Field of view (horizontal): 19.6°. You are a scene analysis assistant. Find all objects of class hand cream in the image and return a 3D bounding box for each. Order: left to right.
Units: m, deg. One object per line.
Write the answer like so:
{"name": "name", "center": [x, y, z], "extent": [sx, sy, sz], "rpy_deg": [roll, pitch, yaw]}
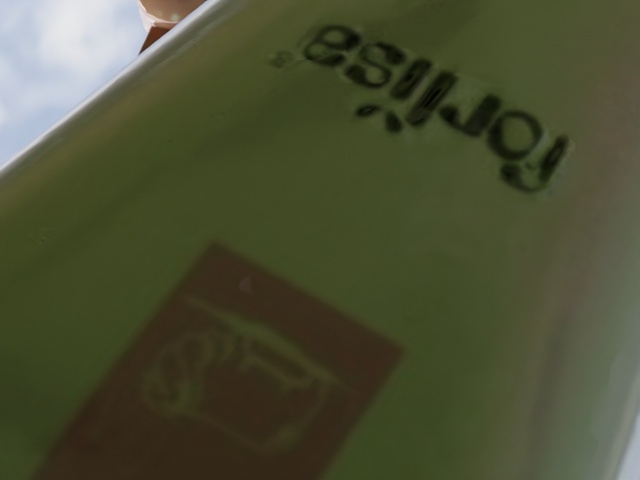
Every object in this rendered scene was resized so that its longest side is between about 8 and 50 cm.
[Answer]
{"name": "hand cream", "center": [0.028, -0.015, 0.426], "extent": [0.185, 0.118, 0.358], "rpy_deg": [30, -133, 10]}

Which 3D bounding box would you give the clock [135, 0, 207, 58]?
{"name": "clock", "center": [0.000, 0.000, 0.901], "extent": [0.241, 0.142, 0.227], "rpy_deg": [19, -100, 7]}
